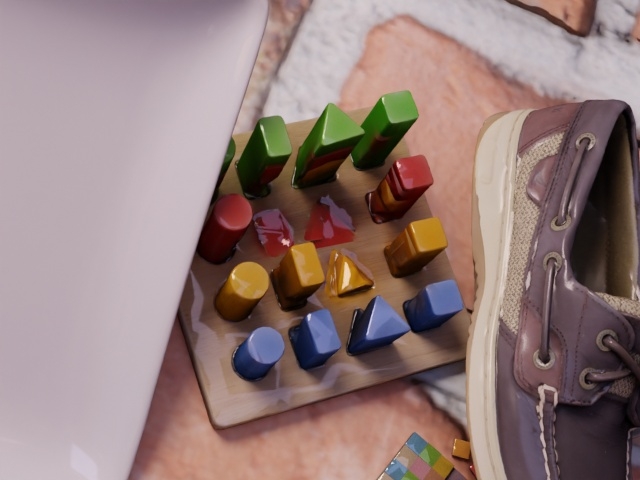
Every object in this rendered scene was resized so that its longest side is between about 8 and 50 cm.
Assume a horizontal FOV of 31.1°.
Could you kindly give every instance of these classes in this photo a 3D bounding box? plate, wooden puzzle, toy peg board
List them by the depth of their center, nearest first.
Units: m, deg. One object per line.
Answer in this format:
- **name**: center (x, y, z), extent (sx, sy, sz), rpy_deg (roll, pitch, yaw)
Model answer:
- **plate**: center (-0.185, -0.023, 0.519), extent (0.277, 0.045, 0.278), rpy_deg (13, 97, -32)
- **toy peg board**: center (0.000, 0.000, 0.628), extent (0.161, 0.079, 0.160), rpy_deg (-14, 75, -19)
- **wooden puzzle**: center (0.056, 0.139, 0.634), extent (0.049, 0.006, 0.083), rpy_deg (41, 66, 1)

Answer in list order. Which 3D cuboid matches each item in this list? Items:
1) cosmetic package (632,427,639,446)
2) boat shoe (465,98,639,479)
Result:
- **cosmetic package**: center (0.399, 0.048, 0.711), extent (0.377, 0.097, 0.284), rpy_deg (22, 65, -7)
- **boat shoe**: center (0.142, 0.050, 0.628), extent (0.103, 0.092, 0.285), rpy_deg (23, 59, -42)
